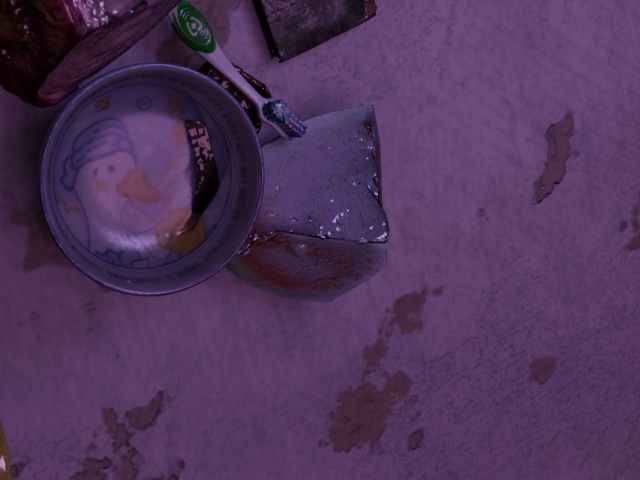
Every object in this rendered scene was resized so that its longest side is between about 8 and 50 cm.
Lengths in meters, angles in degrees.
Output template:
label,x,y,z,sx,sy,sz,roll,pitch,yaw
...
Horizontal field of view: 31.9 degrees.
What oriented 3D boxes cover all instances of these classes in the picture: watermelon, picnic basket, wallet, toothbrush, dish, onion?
label,x,y,z,sx,sy,sz,roll,pitch,yaw
watermelon,0.000,0.000,1.509,0.320,0.213,0.290,-37,138,-32
picnic basket,-0.149,-0.137,1.451,0.110,0.055,0.193,30,93,-30
wallet,-0.037,-0.398,1.417,0.169,0.044,0.317,-30,123,-17
toothbrush,-0.166,-0.267,1.359,0.418,0.040,0.042,44,67,-23
dish,-0.216,-0.080,1.348,0.273,0.134,0.274,-6,103,-25
onion,-0.289,-0.290,1.189,0.256,0.272,0.230,-37,102,21

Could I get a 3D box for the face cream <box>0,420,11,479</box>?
label,x,y,z,sx,sy,sz,roll,pitch,yaw
face cream,-0.484,0.295,1.325,0.179,0.218,0.218,-2,111,-33
